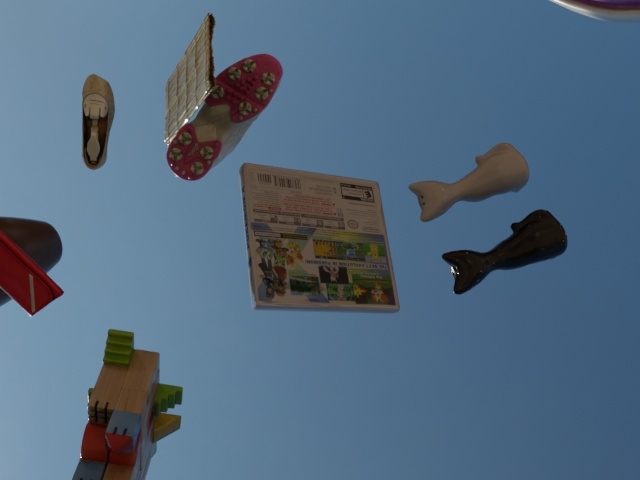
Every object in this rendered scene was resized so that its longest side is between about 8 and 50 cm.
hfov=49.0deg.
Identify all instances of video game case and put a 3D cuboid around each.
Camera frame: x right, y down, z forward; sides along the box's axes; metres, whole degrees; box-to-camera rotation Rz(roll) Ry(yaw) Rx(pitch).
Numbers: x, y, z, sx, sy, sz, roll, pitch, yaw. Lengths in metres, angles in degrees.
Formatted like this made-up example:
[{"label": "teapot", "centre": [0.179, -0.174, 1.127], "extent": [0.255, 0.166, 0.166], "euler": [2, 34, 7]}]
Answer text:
[{"label": "video game case", "centre": [0.000, 0.000, 1.426], "extent": [0.329, 0.036, 0.299], "euler": [5, -114, -31]}]

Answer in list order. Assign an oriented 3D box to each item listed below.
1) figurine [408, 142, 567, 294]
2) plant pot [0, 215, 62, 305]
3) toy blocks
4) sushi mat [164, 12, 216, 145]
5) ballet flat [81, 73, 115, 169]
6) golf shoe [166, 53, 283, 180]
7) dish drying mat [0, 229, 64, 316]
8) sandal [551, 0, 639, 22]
[{"label": "figurine", "centre": [0.270, -0.036, 1.173], "extent": [0.210, 0.092, 0.214], "euler": [-21, -103, -16]}, {"label": "plant pot", "centre": [-0.684, 0.034, 1.515], "extent": [0.216, 0.215, 0.230], "euler": [16, -159, 24]}, {"label": "toy blocks", "centre": [-0.386, 0.397, 1.337], "extent": [0.191, 0.381, 0.260], "euler": [10, -141, -3]}, {"label": "sushi mat", "centre": [-0.263, -0.308, 1.392], "extent": [0.019, 0.317, 0.151], "euler": [6, -105, -26]}, {"label": "ballet flat", "centre": [-0.389, -0.204, 1.225], "extent": [0.057, 0.168, 0.052], "euler": [1, -162, -12]}, {"label": "golf shoe", "centre": [-0.191, -0.254, 1.437], "extent": [0.115, 0.140, 0.306], "euler": [44, -82, 0]}, {"label": "dish drying mat", "centre": [-0.201, 0.012, 0.437], "extent": [0.032, 0.083, 0.008], "euler": [-31, -157, 22]}, {"label": "sandal", "centre": [0.169, -0.271, 0.540], "extent": [0.102, 0.169, 0.416], "euler": [-8, -152, -38]}]
